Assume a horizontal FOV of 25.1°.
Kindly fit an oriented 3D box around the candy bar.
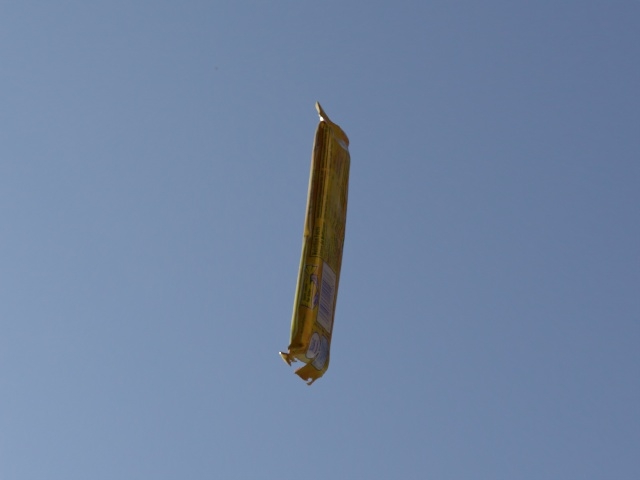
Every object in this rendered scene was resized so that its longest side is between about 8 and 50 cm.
[{"bbox_3d":[0.000,0.000,0.791,0.018,0.040,0.161,-5,-118,24],"label":"candy bar"}]
